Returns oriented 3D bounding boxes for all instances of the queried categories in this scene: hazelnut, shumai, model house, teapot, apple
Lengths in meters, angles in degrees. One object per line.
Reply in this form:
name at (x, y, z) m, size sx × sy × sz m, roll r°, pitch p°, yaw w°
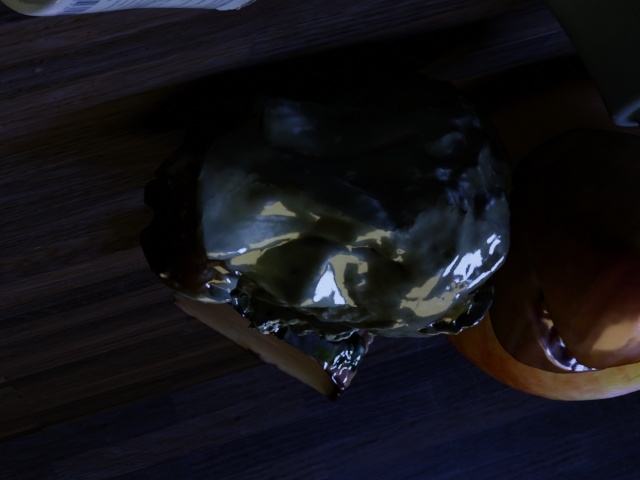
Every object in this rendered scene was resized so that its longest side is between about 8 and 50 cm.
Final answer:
hazelnut at (0.192, 0.007, 1.088) m, size 0.182 × 0.182 × 0.182 m, roll -17°, pitch 171°, yaw -3°
shumai at (-0.009, -0.040, 1.057) m, size 0.218 × 0.189 × 0.256 m, roll 13°, pitch 177°, yaw -39°
model house at (-0.012, 0.023, 1.367) m, size 0.172 × 0.183 × 0.166 m, roll -55°, pitch 177°, yaw -14°
teapot at (0.243, -0.124, 1.008) m, size 0.162 × 0.149 × 0.239 m, roll -19°, pitch 171°, yaw 2°
apple at (0.216, 0.000, 1.302) m, size 0.286 × 0.286 × 0.233 m, roll -22°, pitch 147°, yaw 23°

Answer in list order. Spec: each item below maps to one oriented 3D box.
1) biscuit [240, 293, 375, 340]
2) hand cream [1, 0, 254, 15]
biscuit at (0.000, 0.001, 1.201) m, size 0.144 × 0.203 × 0.016 m, roll -18°, pitch 141°, yaw 8°
hand cream at (-0.075, -0.128, 0.718) m, size 0.080 × 0.050 × 0.234 m, roll -23°, pitch 174°, yaw 29°
